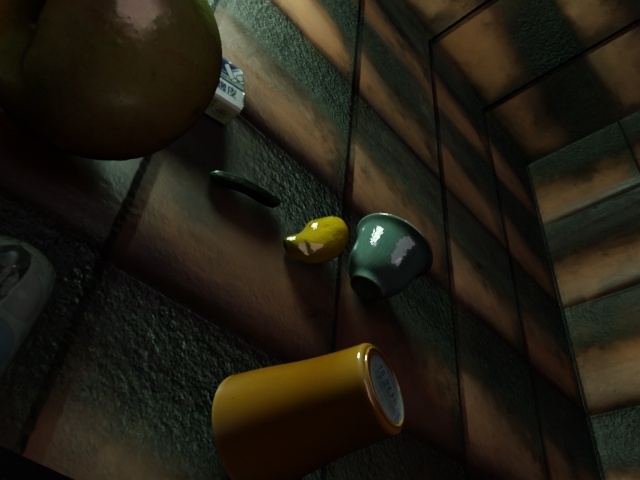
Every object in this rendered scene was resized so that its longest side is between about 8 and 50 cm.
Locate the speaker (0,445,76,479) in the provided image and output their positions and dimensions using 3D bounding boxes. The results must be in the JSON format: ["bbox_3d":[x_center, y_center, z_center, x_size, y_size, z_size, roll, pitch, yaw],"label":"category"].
[{"bbox_3d":[-0.278,0.304,0.462,0.388,0.180,0.184,48,38,-32],"label":"speaker"}]

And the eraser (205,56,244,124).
[{"bbox_3d":[-0.250,-0.334,1.071,0.210,0.068,0.124,26,50,-41],"label":"eraser"}]

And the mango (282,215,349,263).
[{"bbox_3d":[0.000,0.000,1.166,0.098,0.075,0.190,48,38,12],"label":"mango"}]

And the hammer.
[{"bbox_3d":[-0.449,0.026,0.524,0.335,0.119,0.206,37,40,-23],"label":"hammer"}]

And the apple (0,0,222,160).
[{"bbox_3d":[-0.287,-0.264,0.760,0.277,0.319,0.319,13,57,-56],"label":"apple"}]

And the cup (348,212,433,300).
[{"bbox_3d":[0.136,0.059,1.242,0.199,0.199,0.150,51,53,-17],"label":"cup"}]

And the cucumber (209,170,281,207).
[{"bbox_3d":[-0.143,-0.102,1.081,0.184,0.036,0.033,24,41,-42],"label":"cucumber"}]

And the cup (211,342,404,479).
[{"bbox_3d":[-0.009,0.268,0.816,0.226,0.264,0.182,48,26,-40],"label":"cup"}]
